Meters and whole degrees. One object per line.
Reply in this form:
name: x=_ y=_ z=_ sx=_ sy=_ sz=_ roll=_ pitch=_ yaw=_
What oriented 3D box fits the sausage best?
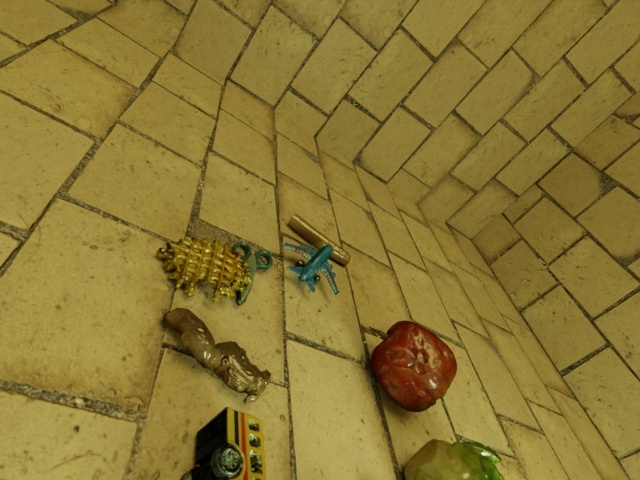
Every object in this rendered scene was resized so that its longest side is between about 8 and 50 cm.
sausage: x=-0.001 y=0.001 z=1.658 sx=0.301 sy=0.065 sz=0.066 roll=35 pitch=26 yaw=-8

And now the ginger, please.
ginger: x=-0.236 y=0.248 z=0.925 sx=0.290 sy=0.084 sz=0.122 roll=40 pitch=33 yaw=-2

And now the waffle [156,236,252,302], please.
waffle: x=-0.307 y=0.070 z=1.115 sx=0.229 sy=0.051 sz=0.232 roll=41 pitch=33 yaw=19

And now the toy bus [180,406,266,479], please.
toy bus: x=-0.154 y=0.463 z=0.672 sx=0.123 sy=0.121 sz=0.335 roll=33 pitch=25 yaw=-33

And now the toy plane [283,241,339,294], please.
toy plane: x=-0.019 y=0.084 z=1.453 sx=0.254 sy=0.105 sz=0.271 roll=43 pitch=25 yaw=1

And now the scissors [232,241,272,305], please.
scissors: x=-0.219 y=0.098 z=1.229 sx=0.138 sy=0.041 sz=0.289 roll=27 pitch=28 yaw=-15

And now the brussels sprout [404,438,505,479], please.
brussels sprout: x=0.362 y=0.628 z=1.004 sx=0.294 sy=0.227 sz=0.259 roll=39 pitch=10 yaw=13

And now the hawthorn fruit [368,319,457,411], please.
hawthorn fruit: x=0.287 y=0.384 z=1.260 sx=0.261 sy=0.258 sz=0.258 roll=68 pitch=24 yaw=-10
